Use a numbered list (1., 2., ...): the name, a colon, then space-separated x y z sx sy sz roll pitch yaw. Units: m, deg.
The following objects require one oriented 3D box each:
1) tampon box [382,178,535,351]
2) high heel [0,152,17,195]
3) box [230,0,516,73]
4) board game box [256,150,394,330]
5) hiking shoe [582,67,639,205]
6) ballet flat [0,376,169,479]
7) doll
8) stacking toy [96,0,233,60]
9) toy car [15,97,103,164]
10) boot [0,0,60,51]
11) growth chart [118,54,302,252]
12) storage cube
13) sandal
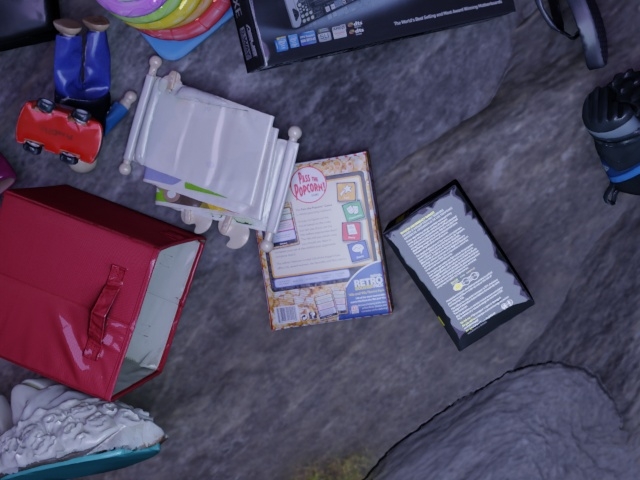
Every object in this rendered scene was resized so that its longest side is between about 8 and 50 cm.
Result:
1. tampon box: 0.156 0.025 1.554 0.101 0.120 0.161 -33 91 8
2. high heel: -0.522 0.025 1.619 0.181 0.127 0.377 30 95 13
3. box: 0.042 -0.334 1.492 0.307 0.076 0.243 -14 95 -19
4. board game box: 0.000 0.000 1.606 0.146 0.045 0.194 -8 95 7
5. hiking shoe: 0.443 -0.154 1.529 0.304 0.113 0.132 -20 124 2
6. ballet flat: -0.353 0.233 1.572 0.408 0.147 0.147 -24 93 33
7. doll: -0.275 -0.166 1.596 0.046 0.129 0.189 34 126 44
8. stacking toy: -0.194 -0.290 1.465 0.175 0.302 0.166 -36 92 18
9. toy car: -0.377 -0.172 1.524 0.239 0.053 0.225 -15 105 7
10. boot: -0.547 -0.368 1.575 0.445 0.146 0.367 -11 103 10
11. growth chart: -0.133 -0.096 1.593 0.237 0.021 0.172 26 101 20
12. storage cube: -0.269 0.052 1.561 0.193 0.215 0.184 21 98 10
13. sandal: 0.259 -0.305 1.530 0.054 0.097 0.255 -25 83 20
